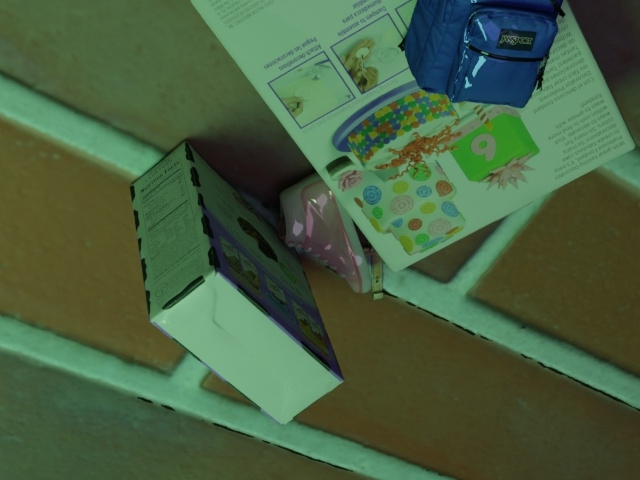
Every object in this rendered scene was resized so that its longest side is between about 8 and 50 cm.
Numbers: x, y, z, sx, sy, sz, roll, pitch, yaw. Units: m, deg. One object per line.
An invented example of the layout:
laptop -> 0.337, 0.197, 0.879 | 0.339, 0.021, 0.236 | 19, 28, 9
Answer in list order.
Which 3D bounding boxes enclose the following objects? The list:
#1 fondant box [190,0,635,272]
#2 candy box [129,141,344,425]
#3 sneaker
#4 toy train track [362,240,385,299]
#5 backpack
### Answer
fondant box -> 0.080, -0.154, 0.871 | 0.238, 0.096, 0.330 | -28, 126, 13
candy box -> -0.074, 0.033, 0.905 | 0.070, 0.196, 0.165 | -37, 125, 11
sneaker -> 0.000, 0.000, 0.996 | 0.070, 0.051, 0.134 | -22, 121, -3
toy train track -> 0.057, 0.026, 1.053 | 0.048, 0.014, 0.083 | -9, 126, -10
backpack -> 0.123, -0.159, 0.751 | 0.098, 0.101, 0.120 | 0, 126, -19
